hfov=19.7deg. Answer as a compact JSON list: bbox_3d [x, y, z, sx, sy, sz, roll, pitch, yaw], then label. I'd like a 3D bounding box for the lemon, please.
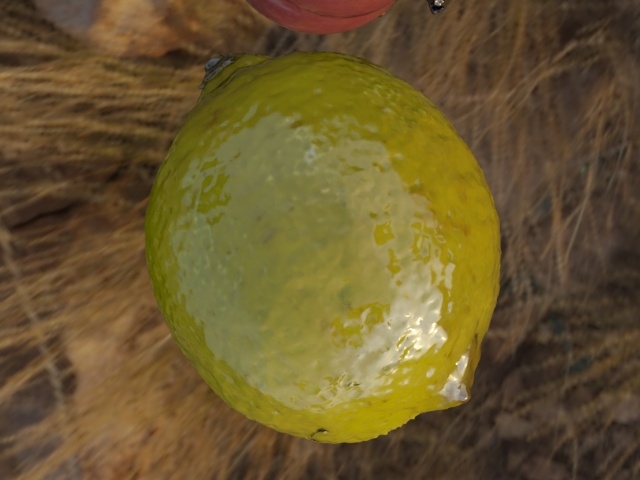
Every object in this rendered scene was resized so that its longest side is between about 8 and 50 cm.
[{"bbox_3d":[0.000,0.000,0.567,0.109,0.109,0.133,-37,76,19],"label":"lemon"}]

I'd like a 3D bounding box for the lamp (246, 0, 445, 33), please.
[{"bbox_3d":[0.028,-0.192,1.014,0.140,0.182,0.182,36,109,-8],"label":"lamp"}]
